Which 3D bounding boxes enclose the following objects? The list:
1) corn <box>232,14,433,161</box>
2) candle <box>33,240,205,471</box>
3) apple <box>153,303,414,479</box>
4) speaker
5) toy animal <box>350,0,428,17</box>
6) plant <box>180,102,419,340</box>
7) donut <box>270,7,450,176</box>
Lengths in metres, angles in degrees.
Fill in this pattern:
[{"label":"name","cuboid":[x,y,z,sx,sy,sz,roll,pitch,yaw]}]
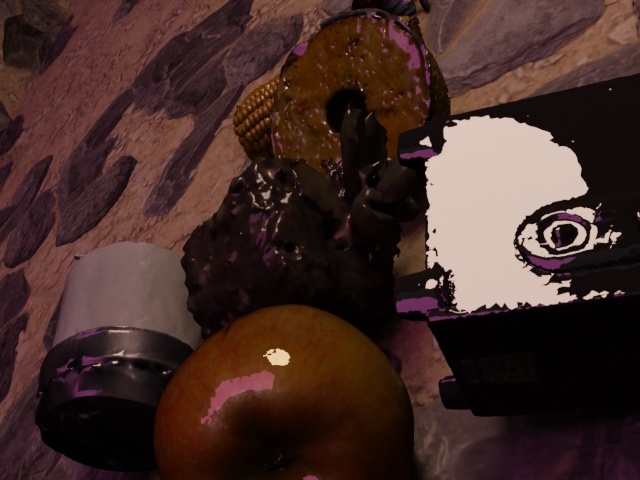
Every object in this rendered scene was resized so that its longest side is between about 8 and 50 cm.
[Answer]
[{"label":"corn","cuboid":[0.015,-0.231,1.227,0.344,0.131,0.131,-24,42,30]},{"label":"candle","cuboid":[-0.263,0.135,1.107,0.221,0.221,0.343,-33,36,22]},{"label":"apple","cuboid":[-0.034,0.189,0.752,0.264,0.264,0.264,-29,39,27]},{"label":"speaker","cuboid":[0.207,0.004,0.681,0.253,0.184,0.232,-9,48,18]},{"label":"toy animal","cuboid":[0.085,-0.404,1.320,0.179,0.116,0.219,-34,44,20]},{"label":"plant","cuboid":[0.000,0.000,0.929,0.312,0.213,0.215,-37,55,23]},{"label":"donut","cuboid":[0.057,-0.173,1.071,0.272,0.107,0.272,-4,83,38]}]
